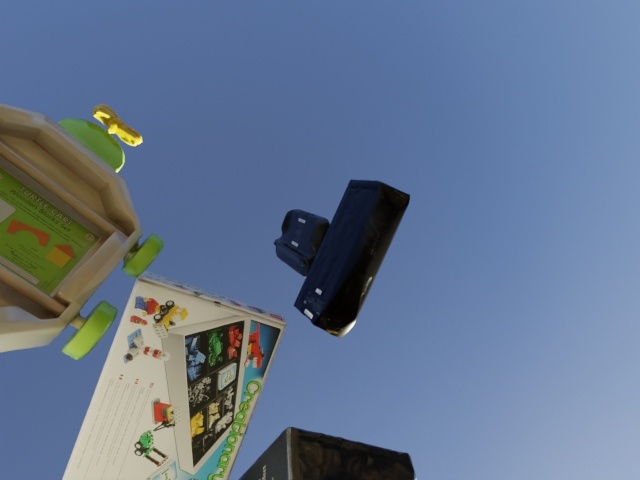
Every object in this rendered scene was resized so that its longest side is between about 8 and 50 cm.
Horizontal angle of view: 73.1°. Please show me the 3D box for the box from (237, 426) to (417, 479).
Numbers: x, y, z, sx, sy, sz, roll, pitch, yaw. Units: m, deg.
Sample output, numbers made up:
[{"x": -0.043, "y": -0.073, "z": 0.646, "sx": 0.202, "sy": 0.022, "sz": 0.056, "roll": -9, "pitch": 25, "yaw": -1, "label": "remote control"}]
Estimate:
[{"x": -0.041, "y": 0.487, "z": 0.539, "sx": 0.211, "sy": 0.294, "sz": 0.395, "roll": 24, "pitch": -61, "yaw": -23, "label": "box"}]

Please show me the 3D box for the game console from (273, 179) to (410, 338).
[{"x": 0.000, "y": 0.000, "z": 0.706, "sx": 0.043, "sy": 0.361, "sz": 0.213, "roll": 25, "pitch": -90, "yaw": -24, "label": "game console"}]

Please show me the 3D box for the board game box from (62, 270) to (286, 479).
[{"x": -0.187, "y": 0.214, "z": 0.553, "sx": 0.192, "sy": 0.053, "sz": 0.306, "roll": 21, "pitch": -89, "yaw": -13, "label": "board game box"}]

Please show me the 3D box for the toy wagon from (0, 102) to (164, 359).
[{"x": -0.294, "y": -0.046, "z": 0.443, "sx": 0.267, "sy": 0.068, "sz": 0.344, "roll": 43, "pitch": -152, "yaw": -20, "label": "toy wagon"}]
